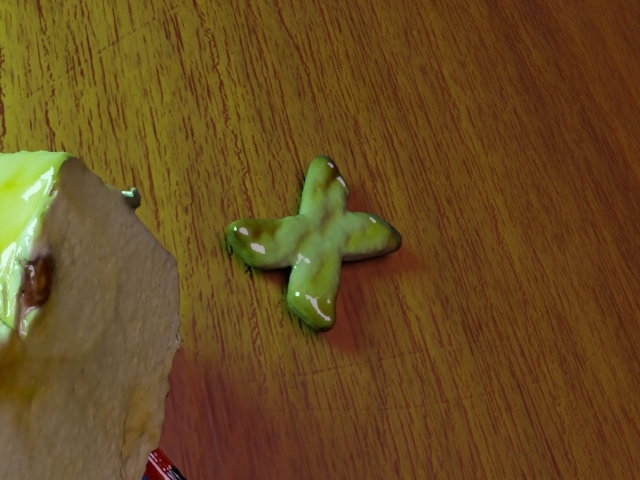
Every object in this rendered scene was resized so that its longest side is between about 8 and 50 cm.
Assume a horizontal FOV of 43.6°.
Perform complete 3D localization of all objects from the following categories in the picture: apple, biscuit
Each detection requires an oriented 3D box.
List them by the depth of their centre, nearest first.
[{"bbox_3d":[-0.252,0.097,0.588,0.314,0.252,0.309,20,63,-21],"label":"apple"},{"bbox_3d":[-0.001,0.000,0.965,0.164,0.047,0.208,46,46,1],"label":"biscuit"}]

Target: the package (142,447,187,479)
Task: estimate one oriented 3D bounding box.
[{"bbox_3d":[-0.178,0.266,0.677,0.083,0.022,0.200,48,45,1],"label":"package"}]
